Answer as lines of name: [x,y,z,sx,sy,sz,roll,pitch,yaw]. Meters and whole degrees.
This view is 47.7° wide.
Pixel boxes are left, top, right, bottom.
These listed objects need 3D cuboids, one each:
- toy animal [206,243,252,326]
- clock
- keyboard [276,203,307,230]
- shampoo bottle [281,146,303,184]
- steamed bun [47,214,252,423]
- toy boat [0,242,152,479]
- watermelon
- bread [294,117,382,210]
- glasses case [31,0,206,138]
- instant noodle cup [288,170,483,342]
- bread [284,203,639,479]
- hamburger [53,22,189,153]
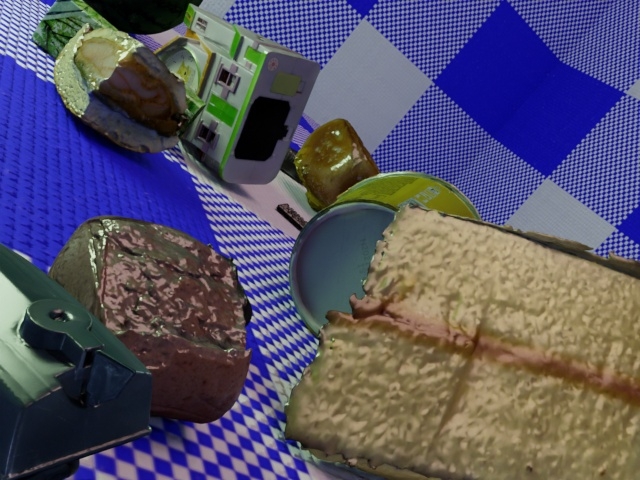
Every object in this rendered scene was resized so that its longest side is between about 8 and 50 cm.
toy animal: [-0.106,0.050,0.733,0.047,0.065,0.135,34,12,-32]
clock: [-0.189,-0.271,1.287,0.310,0.235,0.166,37,23,33]
keyboard: [0.000,0.000,1.379,0.204,0.013,0.061,42,12,5]
shampoo bottle: [-0.059,-0.182,1.760,0.208,0.057,0.063,32,14,-34]
steamed bun: [-0.131,0.052,0.547,0.145,0.106,0.175,31,17,-40]
toy boat: [-0.198,0.051,0.414,0.246,0.103,0.093,32,20,30]
watermelon: [-0.418,-0.645,1.674,0.363,0.363,0.363,39,12,-10]
bread: [0.054,-0.127,1.643,0.246,0.176,0.195,50,13,-41]
glasses case: [-0.321,-0.269,1.159,0.272,0.095,0.062,39,16,-7]
instant noodle cup: [0.089,0.038,0.989,0.264,0.264,0.200,43,20,10]
bread: [0.208,0.113,0.771,0.242,0.345,0.405,-7,-32,37]
hamburger: [-0.295,-0.212,1.026,0.208,0.135,0.155,32,-12,38]
